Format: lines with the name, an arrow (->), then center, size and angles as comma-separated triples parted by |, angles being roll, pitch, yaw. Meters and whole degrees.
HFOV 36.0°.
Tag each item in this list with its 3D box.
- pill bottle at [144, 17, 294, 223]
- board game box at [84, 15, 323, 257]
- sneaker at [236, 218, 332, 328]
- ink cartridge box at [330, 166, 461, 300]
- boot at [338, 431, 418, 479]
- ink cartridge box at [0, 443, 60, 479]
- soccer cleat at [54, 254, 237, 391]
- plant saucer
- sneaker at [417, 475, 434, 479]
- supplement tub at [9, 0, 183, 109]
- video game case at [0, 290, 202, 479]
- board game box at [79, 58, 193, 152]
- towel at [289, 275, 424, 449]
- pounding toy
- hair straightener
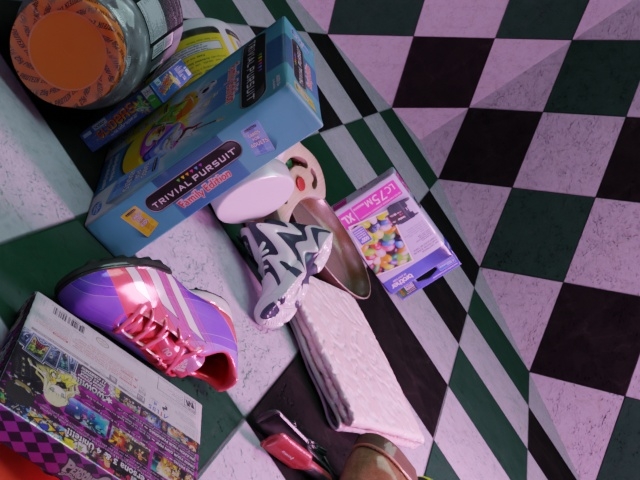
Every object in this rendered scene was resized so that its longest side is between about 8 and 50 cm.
pill bottle -> -0.174, -0.204, 1.702 | 0.188, 0.188, 0.333 | 26, 35, -61
board game box -> -0.160, -0.147, 1.363 | 0.079, 0.336, 0.253 | 49, 18, -27
sneaker -> -0.092, 0.043, 1.677 | 0.094, 0.153, 0.235 | 91, 25, -50
ink cartridge box -> 0.186, -0.003, 2.378 | 0.311, 0.186, 0.065 | 52, 14, -20
boot -> 0.138, 0.438, 1.500 | 0.305, 0.112, 0.115 | 46, 49, -13
ink cartridge box -> -0.149, 0.324, 0.949 | 0.385, 0.091, 0.308 | 62, 17, 14
soccer cleat -> -0.196, 0.106, 1.207 | 0.318, 0.109, 0.116 | 34, 32, -59
plant saucer -> 0.000, 0.000, 2.078 | 0.310, 0.050, 0.310 | 50, 18, -23
sneaker -> 0.214, 0.533, 1.640 | 0.295, 0.109, 0.123 | 56, -21, 28
supplement tub -> -0.324, -0.305, 1.442 | 0.193, 0.194, 0.316 | 53, 17, -14
video game case -> -0.223, 0.174, 0.998 | 0.232, 0.042, 0.210 | 39, 16, -19
board game box -> -0.277, -0.209, 1.502 | 0.035, 0.136, 0.201 | 54, 15, -14
towel -> 0.050, 0.218, 1.805 | 0.317, 0.053, 0.331 | 29, 32, -57
pounding toy -> -0.097, -0.108, 1.891 | 0.154, 0.155, 0.269 | 60, 34, -29
hair straightener -> -0.020, 0.300, 1.447 | 0.230, 0.047, 0.089 | 42, 22, -43
